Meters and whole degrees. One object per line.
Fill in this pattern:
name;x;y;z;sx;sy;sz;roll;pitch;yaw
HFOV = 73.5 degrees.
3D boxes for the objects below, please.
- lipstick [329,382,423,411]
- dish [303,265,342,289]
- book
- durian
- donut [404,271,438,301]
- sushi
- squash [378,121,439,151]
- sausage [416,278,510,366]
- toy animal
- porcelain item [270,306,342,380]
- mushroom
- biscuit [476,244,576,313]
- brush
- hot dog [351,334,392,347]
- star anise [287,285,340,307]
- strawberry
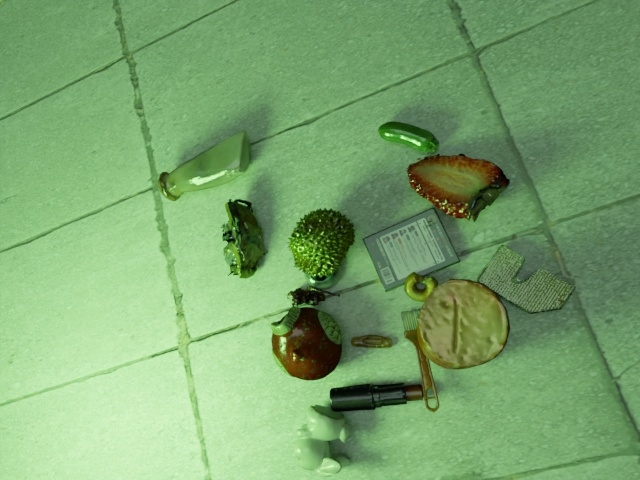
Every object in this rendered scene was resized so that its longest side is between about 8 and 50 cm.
lipstick;0.176;0.495;1.363;0.300;0.081;0.081;-8;78;9
dish;-0.002;0.099;1.487;0.141;0.078;0.141;-3;79;15
book;0.300;0.032;1.438;0.264;0.027;0.202;-25;74;11
durian;0.002;-0.003;1.424;0.200;0.176;0.237;26;65;40
donut;0.325;0.155;1.388;0.108;0.043;0.097;8;97;12
sushi;-0.284;-0.004;1.577;0.131;0.139;0.291;-19;73;33
squash;0.305;-0.362;1.486;0.219;0.068;0.077;25;72;19
sausage;0.393;0.250;1.222;0.233;0.287;0.233;-3;73;11
toy animal;0.010;0.633;1.362;0.178;0.127;0.193;7;80;16
porcelain item;-0.054;0.335;1.381;0.253;0.253;0.253;-3;79;16
mushroom;-0.435;-0.265;1.650;0.407;0.137;0.154;-25;86;13
biscuit;0.624;0.132;1.315;0.250;0.046;0.147;32;89;20
brush;0.323;0.372;1.345;0.090;0.017;0.314;-9;68;3
hot dog;0.168;0.334;1.422;0.137;0.028;0.044;-1;73;17
star anise;-0.024;0.191;1.465;0.191;0.097;0.070;4;96;17
strawberry;0.437;-0.179;1.402;0.233;0.137;0.306;-39;45;-13
